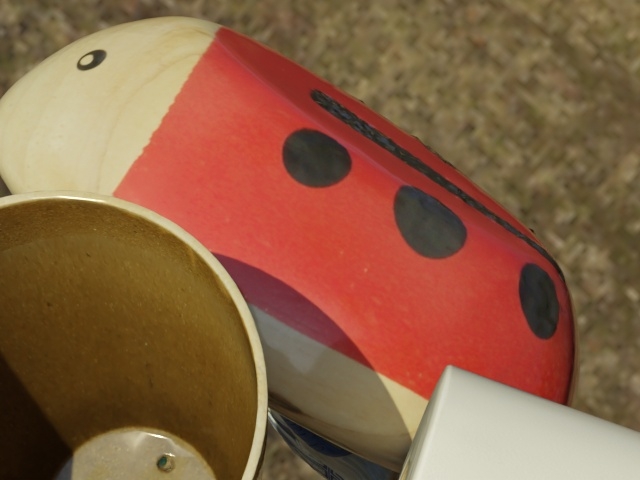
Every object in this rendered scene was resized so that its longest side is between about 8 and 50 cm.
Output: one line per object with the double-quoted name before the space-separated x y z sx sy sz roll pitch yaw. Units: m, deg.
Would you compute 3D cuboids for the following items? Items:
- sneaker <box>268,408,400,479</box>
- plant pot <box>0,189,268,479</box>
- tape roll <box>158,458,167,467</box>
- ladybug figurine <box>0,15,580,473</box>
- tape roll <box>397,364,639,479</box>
"sneaker" 0.044 0.161 1.492 0.296 0.112 0.131 56 -13 -23
"plant pot" -0.128 0.129 1.076 0.237 0.237 0.254 49 -8 21
"tape roll" -0.152 0.324 1.690 0.321 0.077 0.321 53 27 -43
"ladybug figurine" 0.000 0.000 1.253 0.449 0.162 0.305 33 16 -7
"tape roll" 0.106 0.207 1.034 0.169 0.246 0.246 20 22 2
